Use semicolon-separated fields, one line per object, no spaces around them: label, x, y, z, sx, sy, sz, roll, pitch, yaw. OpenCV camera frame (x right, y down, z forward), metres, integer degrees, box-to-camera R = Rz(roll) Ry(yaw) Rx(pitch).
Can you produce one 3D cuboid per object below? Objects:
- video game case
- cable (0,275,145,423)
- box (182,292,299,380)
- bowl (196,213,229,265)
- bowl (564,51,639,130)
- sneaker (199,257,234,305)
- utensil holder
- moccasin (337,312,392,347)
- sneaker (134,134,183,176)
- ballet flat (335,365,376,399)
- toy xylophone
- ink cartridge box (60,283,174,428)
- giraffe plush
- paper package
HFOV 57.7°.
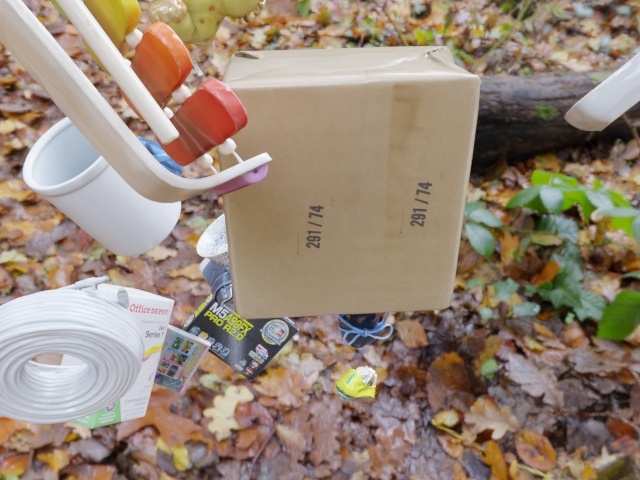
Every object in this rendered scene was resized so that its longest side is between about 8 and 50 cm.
video game case;-0.370;0.288;1.425;0.143;0.157;0.019;28;13;-19
cable;-0.411;0.189;0.919;0.257;0.257;0.089;-13;42;-10
box;-0.234;0.256;1.712;0.216;0.270;0.060;-47;23;4
bowl;-0.172;0.001;1.245;0.170;0.080;0.170;-25;32;17
bowl;0.428;-0.211;0.832;0.053;0.142;0.142;52;13;9
sneaker;-0.192;0.059;1.383;0.086;0.226;0.163;13;37;-43
utensil holder;-0.677;-0.171;1.860;0.328;0.385;0.327;-12;52;16
moccasin;0.104;0.180;1.311;0.138;0.342;0.116;-5;74;5
sneaker;-0.395;-0.182;1.292;0.069;0.082;0.209;2;-8;41
ballet flat;0.102;0.349;1.436;0.077;0.231;0.077;31;88;23
toy xylophone;-0.160;-0.146;0.418;0.081;0.322;0.236;-44;24;-19
ink cartridge box;-0.446;0.243;1.265;0.117;0.278;0.201;11;-6;16
giraffe plush;-0.170;-0.389;0.908;0.170;0.210;0.181;-23;34;13
paper package;0.030;-0.072;0.761;0.310;0.324;0.168;-2;29;-1
